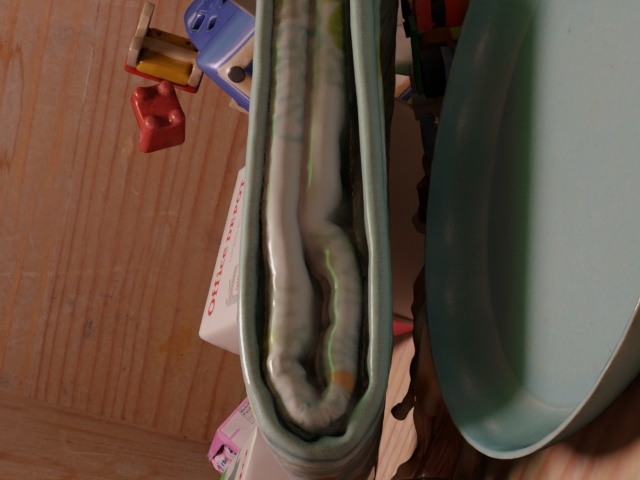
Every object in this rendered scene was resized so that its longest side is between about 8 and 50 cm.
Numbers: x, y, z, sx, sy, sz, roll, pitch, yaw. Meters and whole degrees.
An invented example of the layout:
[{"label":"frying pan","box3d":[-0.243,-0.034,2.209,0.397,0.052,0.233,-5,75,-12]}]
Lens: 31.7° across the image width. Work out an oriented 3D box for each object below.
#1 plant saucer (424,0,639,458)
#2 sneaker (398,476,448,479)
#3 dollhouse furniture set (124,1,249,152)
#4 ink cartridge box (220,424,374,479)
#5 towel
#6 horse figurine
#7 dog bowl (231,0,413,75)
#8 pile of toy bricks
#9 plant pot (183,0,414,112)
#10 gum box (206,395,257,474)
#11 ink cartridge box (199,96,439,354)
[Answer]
[{"label":"plant saucer","box3d":[0.122,-0.049,0.565,0.317,0.043,0.318,-171,90,-78]},{"label":"sneaker","box3d":[0.066,0.158,0.533,0.163,0.086,0.226,-85,10,-48]},{"label":"dollhouse furniture set","box3d":[-0.090,-0.138,1.488,0.152,0.374,0.201,123,163,-65]},{"label":"ink cartridge box","box3d":[-0.049,0.318,1.124,0.289,0.121,0.211,118,166,-66]},{"label":"towel","box3d":[0.012,-0.015,0.784,0.320,0.090,0.375,74,-162,-71]},{"label":"horse figurine","box3d":[0.080,0.081,0.736,0.263,0.066,0.175,-81,2,-57]},{"label":"dog bowl","box3d":[0.029,-0.269,0.838,0.349,0.348,0.102,118,177,-69]},{"label":"pile of toy bricks","box3d":[0.116,-0.139,0.789,0.212,0.105,0.118,77,-176,-52]},{"label":"plant pot","box3d":[0.000,-0.228,1.261,0.236,0.236,0.212,-43,24,17]},{"label":"gum box","box3d":[-0.065,0.224,1.464,0.188,0.062,0.107,-45,-10,-28]},{"label":"ink cartridge box","box3d":[0.000,0.000,1.113,0.283,0.117,0.207,-27,47,59]}]
